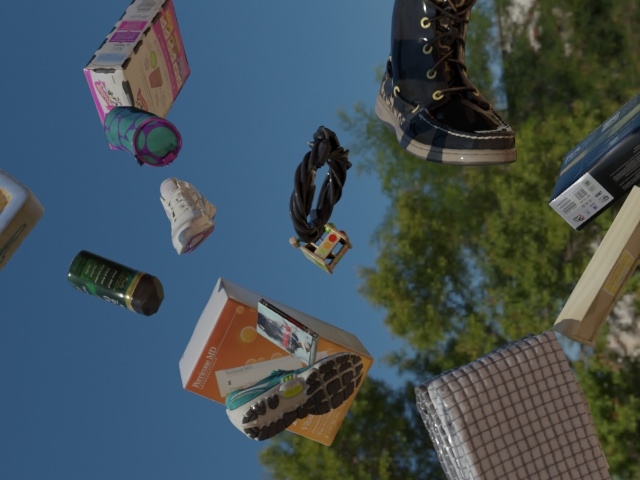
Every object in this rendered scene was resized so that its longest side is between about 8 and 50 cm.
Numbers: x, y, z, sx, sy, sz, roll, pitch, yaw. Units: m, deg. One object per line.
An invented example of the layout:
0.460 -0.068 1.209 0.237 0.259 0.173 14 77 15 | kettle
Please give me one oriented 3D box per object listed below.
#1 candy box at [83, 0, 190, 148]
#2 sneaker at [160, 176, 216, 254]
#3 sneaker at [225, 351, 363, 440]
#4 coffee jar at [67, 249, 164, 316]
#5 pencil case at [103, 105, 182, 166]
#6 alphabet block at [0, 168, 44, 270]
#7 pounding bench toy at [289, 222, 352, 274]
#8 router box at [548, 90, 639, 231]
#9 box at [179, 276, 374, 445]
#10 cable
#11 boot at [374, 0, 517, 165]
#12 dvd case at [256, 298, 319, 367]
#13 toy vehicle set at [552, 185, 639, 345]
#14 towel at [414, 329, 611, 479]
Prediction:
-0.299 -0.282 1.538 0.233 0.071 0.159 -73 -19 -46 | candy box
-0.321 -0.061 2.119 0.152 0.114 0.305 48 -175 -15 | sneaker
-0.046 0.263 1.687 0.275 0.110 0.107 -18 -63 -25 | sneaker
-0.408 0.088 1.856 0.096 0.184 0.079 77 -146 -67 | coffee jar
-0.234 -0.136 1.200 0.064 0.151 0.070 -31 -63 -16 | pencil case
-0.610 -0.044 1.568 0.193 0.192 0.197 -54 5 -12 | alphabet block
0.000 0.000 1.470 0.065 0.083 0.052 -53 -21 -8 | pounding bench toy
0.567 -0.181 1.674 0.081 0.309 0.243 43 -145 -4 | router box
-0.097 0.256 1.959 0.215 0.345 0.168 -64 16 6 | box
0.002 -0.066 1.282 0.184 0.047 0.151 65 -141 -71 | cable
0.189 -0.281 1.373 0.377 0.138 0.284 -122 34 -63 | boot
-0.056 0.155 1.543 0.013 0.119 0.087 -47 -22 -35 | dvd case
0.486 0.049 1.541 0.267 0.035 0.166 -61 -28 4 | toy vehicle set
0.294 0.305 1.387 0.284 0.235 0.121 69 157 6 | towel
